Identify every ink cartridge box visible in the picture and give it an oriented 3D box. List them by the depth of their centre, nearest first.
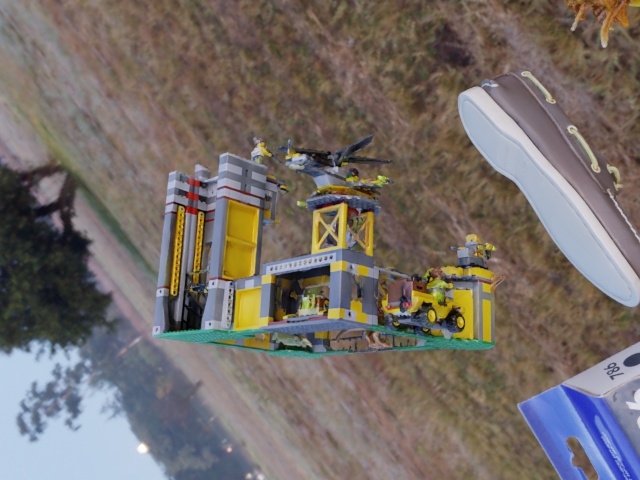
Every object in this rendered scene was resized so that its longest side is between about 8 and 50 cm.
[{"bbox_3d":[0.361,0.144,0.683,0.165,0.332,0.065,57,-169,-9],"label":"ink cartridge box"}]

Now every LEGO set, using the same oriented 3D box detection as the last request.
[{"bbox_3d":[0.000,0.000,0.726,0.255,0.192,0.331,12,163,-34],"label":"LEGO set"}]

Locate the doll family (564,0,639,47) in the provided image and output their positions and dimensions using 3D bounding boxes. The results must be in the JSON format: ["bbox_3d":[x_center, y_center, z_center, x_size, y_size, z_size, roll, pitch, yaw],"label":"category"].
[{"bbox_3d":[0.252,-0.172,0.504,0.263,0.163,0.118,26,126,19],"label":"doll family"}]

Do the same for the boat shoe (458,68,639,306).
[{"bbox_3d":[0.290,-0.073,0.908,0.324,0.096,0.116,56,170,25],"label":"boat shoe"}]
